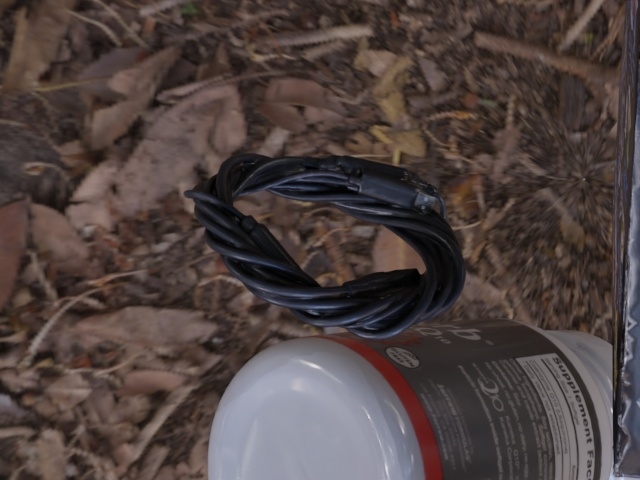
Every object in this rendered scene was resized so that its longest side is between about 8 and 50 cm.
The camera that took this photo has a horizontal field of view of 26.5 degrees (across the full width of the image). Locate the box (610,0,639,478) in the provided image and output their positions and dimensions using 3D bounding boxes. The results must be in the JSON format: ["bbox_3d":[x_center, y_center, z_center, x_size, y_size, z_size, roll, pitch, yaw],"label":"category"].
[{"bbox_3d":[0.176,-0.088,0.634,0.073,0.295,0.293,2,115,12],"label":"box"}]

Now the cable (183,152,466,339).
[{"bbox_3d":[0.000,0.000,0.874,0.184,0.150,0.047,13,133,-7],"label":"cable"}]

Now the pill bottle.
[{"bbox_3d":[0.104,0.170,1.102,0.210,0.363,0.210,1,92,43],"label":"pill bottle"}]
